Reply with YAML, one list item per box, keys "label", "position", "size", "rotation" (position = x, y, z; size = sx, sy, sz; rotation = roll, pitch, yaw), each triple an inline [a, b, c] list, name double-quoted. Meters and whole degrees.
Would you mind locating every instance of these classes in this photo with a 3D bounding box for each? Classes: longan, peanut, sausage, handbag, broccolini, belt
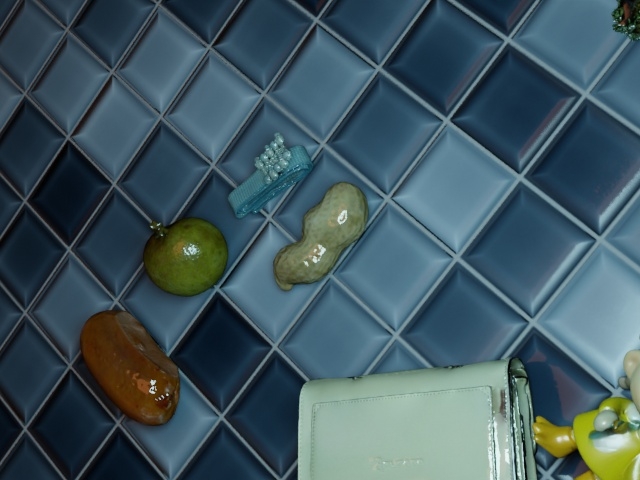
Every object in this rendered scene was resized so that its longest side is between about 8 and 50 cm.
- label: "longan"
  position: [-0.250, 0.022, 1.855]
  size: [0.154, 0.176, 0.145]
  rotation: [-43, 29, 6]
- label: "peanut"
  position: [-0.001, 0.000, 1.774]
  size: [0.228, 0.085, 0.104]
  rotation: [-53, 54, 13]
- label: "sausage"
  position: [-0.356, 0.235, 1.902]
  size: [0.133, 0.133, 0.258]
  rotation: [-50, 65, 13]
- label: "handbag"
  position: [0.149, 0.318, 1.608]
  size: [0.358, 0.160, 0.237]
  rotation: [-10, 72, 25]
- label: "broccolini"
  position: [0.543, -0.421, 1.590]
  size: [0.254, 0.071, 0.057]
  rotation: [-53, 22, 4]
- label: "belt"
  position: [-0.101, -0.108, 1.837]
  size: [0.179, 0.100, 0.065]
  rotation: [-39, 63, 20]

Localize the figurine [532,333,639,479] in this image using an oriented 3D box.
- label: "figurine"
  position: [0.471, 0.235, 1.441]
  size: [0.343, 0.187, 0.215]
  rotation: [-38, 76, 24]
